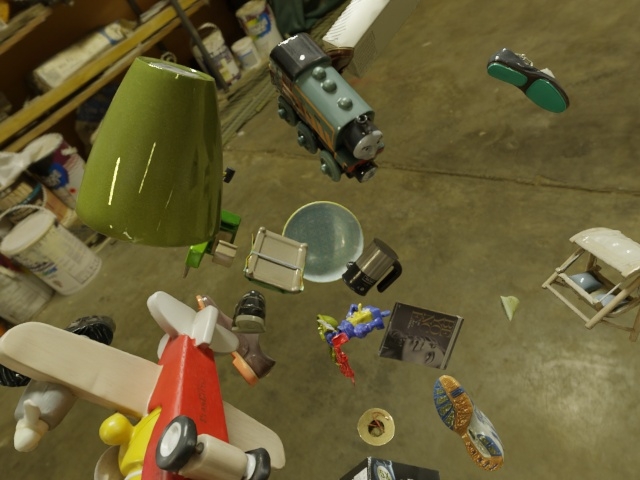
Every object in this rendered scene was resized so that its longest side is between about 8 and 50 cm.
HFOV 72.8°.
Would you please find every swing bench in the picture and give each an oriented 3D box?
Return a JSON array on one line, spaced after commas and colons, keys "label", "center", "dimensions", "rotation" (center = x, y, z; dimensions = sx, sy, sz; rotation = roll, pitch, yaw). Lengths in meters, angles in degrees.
[{"label": "swing bench", "center": [0.837, 0.108, 1.271], "dimensions": [0.165, 0.254, 0.253], "rotation": [16, 20, -10]}]

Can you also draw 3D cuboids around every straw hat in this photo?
[{"label": "straw hat", "center": [0.210, 0.712, 1.630], "dimensions": [0.145, 0.061, 0.144], "rotation": [-2, 40, 2]}]

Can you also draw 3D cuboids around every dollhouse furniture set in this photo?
[{"label": "dollhouse furniture set", "center": [-0.200, 0.066, 1.188], "dimensions": [0.302, 0.151, 0.197], "rotation": [21, 40, -10]}]

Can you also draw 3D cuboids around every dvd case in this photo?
[{"label": "dvd case", "center": [0.287, 0.272, 1.233], "dimensions": [0.018, 0.222, 0.164], "rotation": [-141, 68, -71]}]

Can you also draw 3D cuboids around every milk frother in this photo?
[{"label": "milk frother", "center": [0.130, 0.057, 1.156], "dimensions": [0.134, 0.129, 0.143], "rotation": [-50, 45, 17]}]

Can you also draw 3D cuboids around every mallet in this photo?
[{"label": "mallet", "center": [-0.388, -0.268, 1.663], "dimensions": [0.039, 0.190, 0.062], "rotation": [36, 96, 17]}]

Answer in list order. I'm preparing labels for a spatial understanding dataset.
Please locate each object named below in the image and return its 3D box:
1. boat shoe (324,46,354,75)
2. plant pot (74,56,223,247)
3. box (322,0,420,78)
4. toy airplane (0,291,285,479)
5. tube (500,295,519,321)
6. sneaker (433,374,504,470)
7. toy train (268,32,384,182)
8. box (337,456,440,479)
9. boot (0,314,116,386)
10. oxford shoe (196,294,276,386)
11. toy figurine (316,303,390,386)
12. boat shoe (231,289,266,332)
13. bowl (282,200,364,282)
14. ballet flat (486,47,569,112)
[{"label": "boat shoe", "center": [0.033, -0.394, 0.985], "dimensions": [0.064, 0.060, 0.178], "rotation": [-4, 8, -15]}, {"label": "plant pot", "center": [-0.299, -0.178, 0.825], "dimensions": [0.275, 0.293, 0.274], "rotation": [15, 23, -7]}, {"label": "box", "center": [0.134, -0.549, 1.064], "dimensions": [0.094, 0.113, 0.275], "rotation": [38, 90, 24]}, {"label": "toy airplane", "center": [-0.244, 0.272, 0.672], "dimensions": [0.272, 0.384, 0.386], "rotation": [-46, 77, 8]}, {"label": "tube", "center": [0.705, 0.246, 1.622], "dimensions": [0.070, 0.240, 0.062], "rotation": [32, 102, 27]}, {"label": "sneaker", "center": [0.464, 0.564, 1.369], "dimensions": [0.112, 0.131, 0.296], "rotation": [-37, 67, 22]}, {"label": "toy train", "center": [0.010, -0.273, 0.917], "dimensions": [0.142, 0.190, 0.333], "rotation": [-32, 71, -12]}, {"label": "box", "center": [0.118, 0.487, 0.817], "dimensions": [0.148, 0.180, 0.077], "rotation": [18, 41, -12]}, {"label": "boot", "center": [-0.615, 0.252, 1.030], "dimensions": [0.247, 0.094, 0.207], "rotation": [-20, 3, -26]}, {"label": "oxford shoe", "center": [-0.296, 0.322, 1.505], "dimensions": [0.133, 0.363, 0.130], "rotation": [-36, 5, -19]}, {"label": "toy figurine", "center": [0.124, 0.287, 1.364], "dimensions": [0.217, 0.191, 0.362], "rotation": [-25, -1, -9]}, {"label": "boat shoe", "center": [-0.169, 0.181, 1.045], "dimensions": [0.084, 0.233, 0.079], "rotation": [5, 67, -12]}, {"label": "bowl", "center": [0.000, 0.000, 1.579], "dimensions": [0.290, 0.289, 0.156], "rotation": [-33, 10, -3]}, {"label": "ballet flat", "center": [0.464, -0.358, 0.953], "dimensions": [0.203, 0.074, 0.074], "rotation": [29, 57, -2]}]
